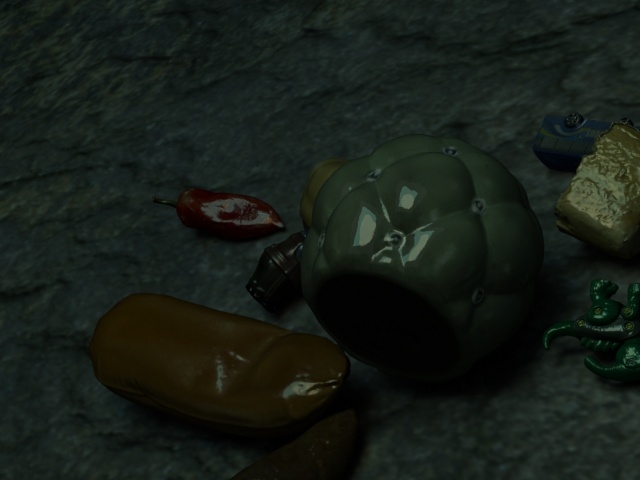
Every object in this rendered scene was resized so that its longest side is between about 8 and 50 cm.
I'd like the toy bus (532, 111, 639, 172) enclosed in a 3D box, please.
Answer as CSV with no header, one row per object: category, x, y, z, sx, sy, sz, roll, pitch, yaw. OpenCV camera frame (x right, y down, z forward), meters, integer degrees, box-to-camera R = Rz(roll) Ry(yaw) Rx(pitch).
toy bus,0.298,-0.099,2.060,0.153,0.051,0.061,14,70,47

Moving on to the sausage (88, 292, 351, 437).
sausage,-0.100,0.139,2.053,0.354,0.116,0.134,13,43,43

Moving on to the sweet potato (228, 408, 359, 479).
sweet potato,-0.085,0.284,1.889,0.341,0.092,0.114,-39,19,-6

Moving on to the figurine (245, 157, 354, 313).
figurine,0.000,0.000,2.161,0.196,0.108,0.114,-52,11,1

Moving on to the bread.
bread,0.305,-0.043,1.949,0.106,0.082,0.125,36,81,23

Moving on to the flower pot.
flower pot,0.103,0.014,1.927,0.246,0.246,0.195,-3,46,37

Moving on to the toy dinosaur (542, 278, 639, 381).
toy dinosaur,0.276,0.091,1.854,0.132,0.059,0.096,0,53,28

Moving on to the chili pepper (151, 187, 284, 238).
chili pepper,-0.120,-0.033,2.324,0.191,0.050,0.059,12,52,32
